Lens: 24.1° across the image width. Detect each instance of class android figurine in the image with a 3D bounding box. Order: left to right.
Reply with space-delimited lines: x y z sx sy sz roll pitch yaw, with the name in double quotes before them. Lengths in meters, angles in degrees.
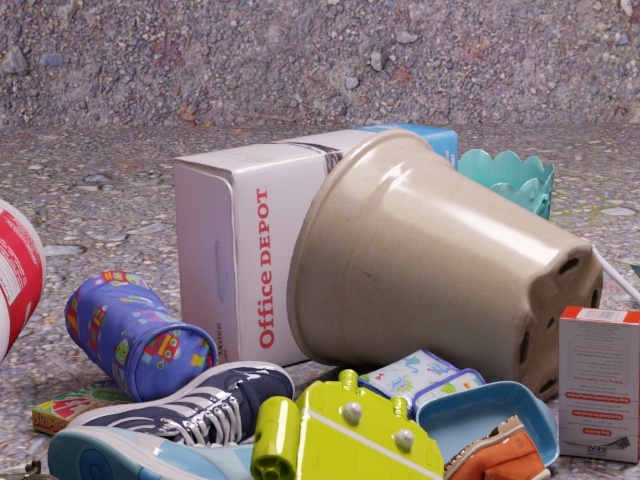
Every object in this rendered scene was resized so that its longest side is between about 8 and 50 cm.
"android figurine" 0.043 0.233 1.449 0.248 0.056 0.273 30 34 -13

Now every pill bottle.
"pill bottle" -0.507 0.086 1.979 0.229 0.229 0.408 -1 15 1

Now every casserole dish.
"casserole dish" 0.180 0.222 1.667 0.188 0.037 0.114 -11 61 -33

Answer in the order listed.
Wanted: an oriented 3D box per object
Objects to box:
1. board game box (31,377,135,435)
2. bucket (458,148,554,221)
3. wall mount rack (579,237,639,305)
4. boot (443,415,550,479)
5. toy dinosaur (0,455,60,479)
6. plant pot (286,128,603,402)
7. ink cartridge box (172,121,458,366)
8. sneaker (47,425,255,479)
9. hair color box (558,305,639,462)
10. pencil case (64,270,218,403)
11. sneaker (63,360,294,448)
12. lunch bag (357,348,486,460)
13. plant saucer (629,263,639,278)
"board game box" -0.227 0.200 1.903 0.124 0.039 0.259 11 16 37
"bucket" 0.242 -0.033 2.438 0.281 0.183 0.281 -2 14 1
"wall mount rack" 0.444 0.092 2.049 0.304 0.131 0.350 5 15 36
"boot" 0.178 0.251 1.584 0.158 0.085 0.059 -23 -17 -38
"toy dinosaur" -0.382 0.277 1.531 0.313 0.121 0.160 12 31 28
"plant pot" 0.177 0.060 1.922 0.305 0.334 0.334 23 26 33
"ink cartridge box" 0.000 0.000 2.134 0.395 0.286 0.166 -12 16 -34
"sneaker" -0.109 0.247 1.540 0.319 0.127 0.208 19 25 30
"hair color box" 0.321 0.163 1.711 0.093 0.167 0.053 4 15 20
"pencil case" -0.223 0.126 1.885 0.133 0.119 0.306 15 6 -26
"sneaker" -0.139 0.218 1.685 0.282 0.099 0.153 -15 14 -21
"lunch bag" 0.128 0.202 1.749 0.151 0.096 0.129 31 34 35
"plant saucer" 0.557 0.067 2.245 0.195 0.037 0.195 9 -1 0
